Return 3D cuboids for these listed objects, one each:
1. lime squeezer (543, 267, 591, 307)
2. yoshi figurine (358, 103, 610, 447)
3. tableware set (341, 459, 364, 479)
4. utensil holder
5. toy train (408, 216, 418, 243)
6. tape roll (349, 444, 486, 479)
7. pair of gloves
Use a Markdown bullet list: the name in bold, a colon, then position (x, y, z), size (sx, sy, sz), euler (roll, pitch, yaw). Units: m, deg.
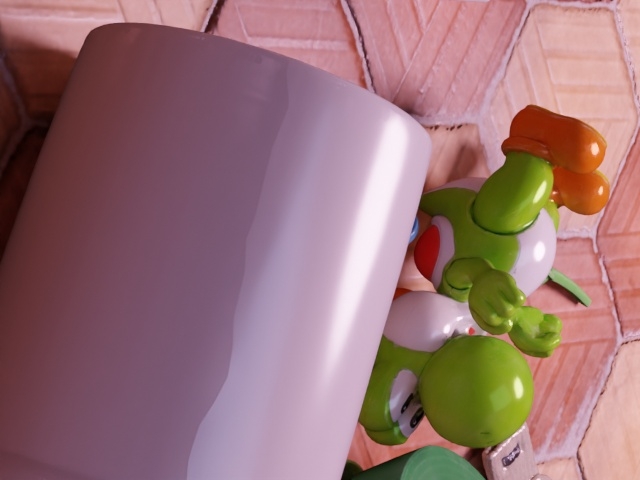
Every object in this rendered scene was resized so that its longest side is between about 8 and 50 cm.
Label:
- **lime squeezer**: position (0.205, 0.053, 2.108), size (0.310, 0.059, 0.110), euler (-15, 109, -44)
- **yoshi figurine**: position (0.181, 0.061, 1.943), size (0.203, 0.203, 0.362), euler (39, 75, -19)
- **tableware set**: position (-0.014, 0.262, 1.922), size (0.154, 0.024, 0.104), euler (-2, 69, -32)
- **utensil holder**: position (-0.107, 0.058, 1.601), size (0.327, 0.327, 0.385), euler (27, 76, -45)
- **toy train**: position (0.000, 0.000, 1.869), size (0.248, 0.105, 0.143), euler (-45, 145, -24)
- **tape roll**: position (0.128, 0.362, 1.921), size (0.321, 0.077, 0.321), euler (47, 29, -36)
- **pair of gloves**: position (0.176, 0.338, 2.154), size (0.240, 0.042, 0.204), euler (-46, 125, -31)
